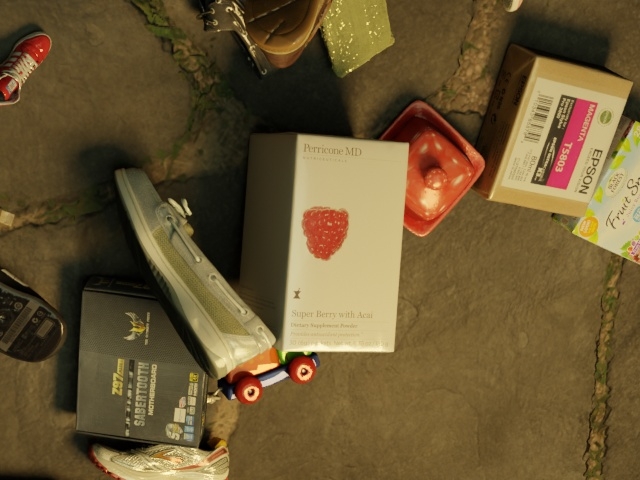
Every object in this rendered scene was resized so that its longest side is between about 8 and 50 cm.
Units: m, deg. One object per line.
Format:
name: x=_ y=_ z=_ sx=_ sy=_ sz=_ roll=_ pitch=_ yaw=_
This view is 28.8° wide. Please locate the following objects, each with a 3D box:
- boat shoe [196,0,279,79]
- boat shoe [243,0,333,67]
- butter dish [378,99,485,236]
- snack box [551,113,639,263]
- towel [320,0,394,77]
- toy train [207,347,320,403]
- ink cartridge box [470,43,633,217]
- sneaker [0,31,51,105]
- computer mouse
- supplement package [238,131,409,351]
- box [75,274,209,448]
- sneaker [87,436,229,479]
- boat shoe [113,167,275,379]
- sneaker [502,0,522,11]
boat shoe: x=-0.124 y=-0.303 z=1.666 sx=0.076 sy=0.080 sz=0.228 roll=-46 pitch=130 yaw=-2
boat shoe: x=-0.008 y=-0.388 z=1.642 sx=0.123 sy=0.123 sz=0.342 roll=14 pitch=78 yaw=11
butter dish: x=0.157 y=-0.099 z=1.839 sx=0.160 sy=0.118 sz=0.160 roll=41 pitch=92 yaw=-15
snack box: x=0.505 y=-0.085 z=2.047 sx=0.174 sy=0.070 sz=0.207 roll=22 pitch=100 yaw=-31
towel: x=0.047 y=-0.304 z=1.748 sx=0.110 sy=0.027 sz=0.148 roll=-35 pitch=141 yaw=-12
toy train: x=-0.135 y=0.166 z=1.852 sx=0.248 sy=0.105 sz=0.143 roll=-19 pitch=108 yaw=-16
ink cartridge box: x=0.352 y=-0.167 z=1.931 sx=0.193 sy=0.088 sz=0.235 roll=8 pitch=107 yaw=-26
sneaker: x=-0.385 y=-0.215 z=1.585 sx=0.118 sy=0.067 sz=0.042 roll=-43 pitch=123 yaw=-2
computer mouse: x=-0.443 y=0.042 z=1.679 sx=0.262 sy=0.060 sz=0.184 roll=28 pitch=103 yaw=-20
supplement package: x=0.000 y=0.000 z=1.747 sx=0.177 sy=0.175 sz=0.293 roll=2 pitch=93 yaw=-25
box: x=-0.250 y=0.174 z=1.779 sx=0.183 sy=0.059 sz=0.233 roll=8 pitch=110 yaw=2
sneaker: x=-0.244 y=0.325 z=1.888 sx=0.225 sy=0.088 sz=0.093 roll=11 pitch=87 yaw=-28
boat shoe: x=-0.181 y=0.032 z=1.678 sx=0.103 sy=0.320 sz=0.118 roll=-27 pitch=161 yaw=-18
sneaker: x=0.310 y=-0.402 z=1.829 sx=0.070 sy=0.051 sz=0.134 roll=0 pitch=108 yaw=-19
